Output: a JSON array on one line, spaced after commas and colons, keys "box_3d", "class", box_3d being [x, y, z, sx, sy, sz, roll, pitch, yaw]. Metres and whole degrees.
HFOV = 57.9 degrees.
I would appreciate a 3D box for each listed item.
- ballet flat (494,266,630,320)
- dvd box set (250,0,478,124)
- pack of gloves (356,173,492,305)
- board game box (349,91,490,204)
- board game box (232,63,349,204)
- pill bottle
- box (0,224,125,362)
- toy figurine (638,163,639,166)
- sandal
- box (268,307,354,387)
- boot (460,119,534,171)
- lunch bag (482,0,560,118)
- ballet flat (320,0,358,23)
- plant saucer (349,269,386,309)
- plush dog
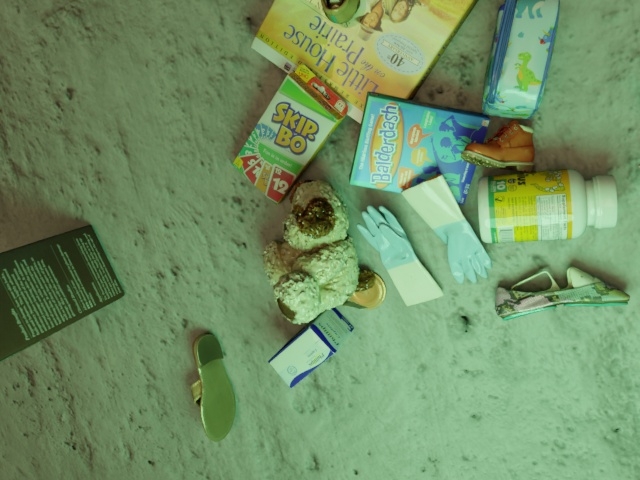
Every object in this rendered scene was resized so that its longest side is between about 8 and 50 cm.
[{"box_3d": [0.419, 0.090, 1.022, 0.222, 0.077, 0.079, -11, 80, 21], "class": "ballet flat"}, {"box_3d": [0.103, -0.435, 0.996, 0.308, 0.062, 0.420, 37, 111, 7], "class": "dvd box set"}, {"box_3d": [0.192, 0.000, 1.069, 0.195, 0.046, 0.232, -21, 113, 32], "class": "pack of gloves"}, {"box_3d": [0.168, -0.159, 1.010, 0.211, 0.047, 0.160, 10, 114, -2], "class": "board game box"}, {"box_3d": [-0.061, -0.193, 1.090, 0.124, 0.039, 0.259, 43, 126, 3], "class": "board game box"}, {"box_3d": [0.375, -0.058, 0.969, 0.209, 0.117, 0.117, -3, 102, 20], "class": "pill bottle"}, {"box_3d": [-0.606, 0.113, 1.194, 0.143, 0.381, 0.191, -21, 96, 22], "class": "box"}, {"box_3d": [0.603, -0.251, 0.816, 0.363, 0.191, 0.217, -29, 88, 21], "class": "toy figurine"}, {"box_3d": [-0.255, 0.326, 1.311, 0.079, 0.088, 0.239, -3, 96, 51], "class": "sandal"}, {"box_3d": [-0.017, 0.208, 1.154, 0.126, 0.137, 0.072, -43, 87, 22], "class": "box"}, {"box_3d": [0.298, -0.161, 0.967, 0.059, 0.158, 0.084, 21, 108, 54], "class": "boot"}, {"box_3d": [0.303, -0.280, 0.882, 0.090, 0.219, 0.175, 13, 100, 14], "class": "lunch bag"}, {"box_3d": [0.034, -0.476, 0.937, 0.080, 0.073, 0.232, 3, 103, 18], "class": "ballet flat"}, {"box_3d": [0.090, 0.100, 1.159, 0.084, 0.013, 0.083, 4, 104, 18], "class": "plant saucer"}, {"box_3d": [0.000, 0.000, 1.069, 0.211, 0.262, 0.225, -7, 111, -10], "class": "plush dog"}]
